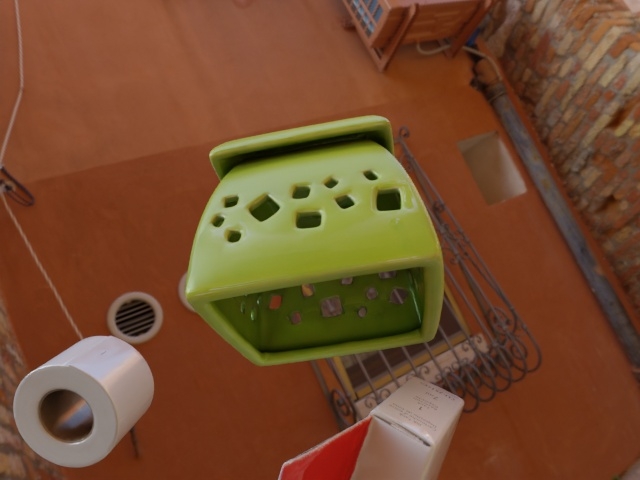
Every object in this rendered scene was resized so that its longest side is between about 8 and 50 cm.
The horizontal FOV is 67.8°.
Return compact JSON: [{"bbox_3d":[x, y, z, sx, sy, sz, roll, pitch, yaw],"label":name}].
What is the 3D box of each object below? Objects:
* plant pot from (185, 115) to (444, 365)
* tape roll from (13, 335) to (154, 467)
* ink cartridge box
[{"bbox_3d":[0.000,0.000,0.534,0.227,0.207,0.228,-10,-32,5],"label":"plant pot"},{"bbox_3d":[-0.537,0.364,1.100,0.246,0.246,0.169,-28,5,11],"label":"tape roll"},{"bbox_3d":[0.022,0.289,0.409,0.261,0.066,0.296,4,-75,-62],"label":"ink cartridge box"}]
